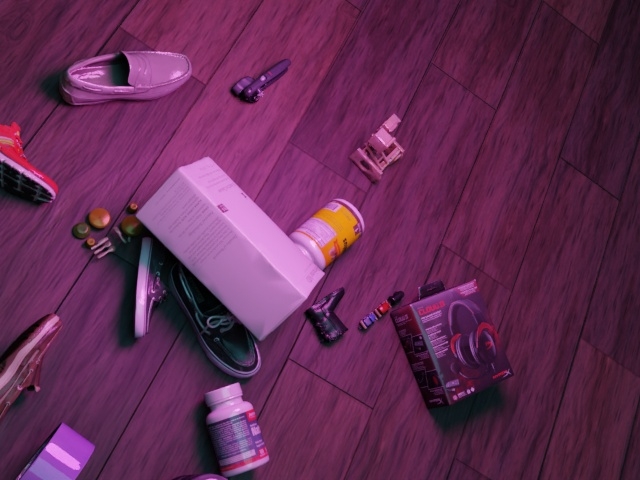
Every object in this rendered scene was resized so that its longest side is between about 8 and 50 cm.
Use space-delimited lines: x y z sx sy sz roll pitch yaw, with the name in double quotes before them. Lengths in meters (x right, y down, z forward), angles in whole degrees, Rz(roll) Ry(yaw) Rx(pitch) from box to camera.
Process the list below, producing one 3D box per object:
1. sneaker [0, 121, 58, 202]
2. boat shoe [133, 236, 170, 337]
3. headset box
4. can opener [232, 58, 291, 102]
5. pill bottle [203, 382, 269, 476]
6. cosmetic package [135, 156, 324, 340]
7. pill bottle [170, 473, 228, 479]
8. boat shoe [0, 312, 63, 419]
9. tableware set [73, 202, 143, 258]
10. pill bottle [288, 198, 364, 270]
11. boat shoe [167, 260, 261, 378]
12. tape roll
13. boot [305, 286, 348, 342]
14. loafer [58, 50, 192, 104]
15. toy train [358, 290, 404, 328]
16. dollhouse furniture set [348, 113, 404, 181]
"sneaker" -0.664 -0.193 1.636 0.279 0.107 0.118 39 52 -12
"boat shoe" -0.366 0.103 1.692 0.076 0.080 0.228 7 63 -15
"headset box" 0.325 0.246 1.948 0.218 0.110 0.293 -17 81 -28
"can opener" -0.139 -0.414 1.974 0.186 0.059 0.073 -41 92 -29
"pill bottle" -0.186 0.404 1.659 0.108 0.108 0.180 -15 81 -28
"cosmetic package" -0.189 0.013 1.692 0.385 0.156 0.217 43 17 -2
"pill bottle" -0.235 0.525 1.517 0.130 0.246 0.130 8 70 -22
"boat shoe" -0.595 0.264 1.533 0.095 0.095 0.257 48 66 -20
"tableware set" -0.465 -0.032 1.721 0.154 0.024 0.104 -38 88 -28
"pill bottle" 0.000 0.000 1.871 0.215 0.117 0.117 -41 93 -29
"boat shoe" -0.225 0.169 1.718 0.113 0.105 0.306 -28 87 -29
"tape roll" -0.515 0.441 1.447 0.080 0.189 0.189 40 62 -8
"boot" 0.032 0.182 1.869 0.121 0.045 0.099 -34 87 -22
"loafer" -0.442 -0.385 1.792 0.319 0.111 0.112 -20 83 -29
"toy train" 0.154 0.173 1.934 0.158 0.036 0.027 -36 91 -29
"dollhouse furniture set" 0.194 -0.262 2.022 0.101 0.161 0.182 47 62 -5
